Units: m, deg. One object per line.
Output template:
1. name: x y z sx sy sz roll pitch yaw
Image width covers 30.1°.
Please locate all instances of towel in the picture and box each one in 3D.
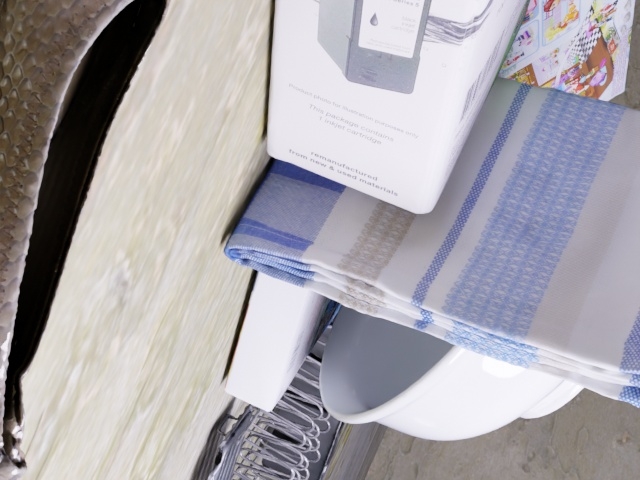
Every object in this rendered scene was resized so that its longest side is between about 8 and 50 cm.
1. towel: 0.104 -0.026 0.742 0.209 0.285 0.034 -61 157 -30

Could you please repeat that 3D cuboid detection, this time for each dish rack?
1. dish rack: -0.042 0.194 1.054 0.271 0.074 0.208 -49 159 -60

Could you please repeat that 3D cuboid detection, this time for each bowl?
1. bowl: 0.138 0.040 0.903 0.298 0.134 0.298 -52 -166 19

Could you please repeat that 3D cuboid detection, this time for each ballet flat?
1. ballet flat: -0.086 -0.020 0.384 0.084 0.058 0.249 40 73 -80

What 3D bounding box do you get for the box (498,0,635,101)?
1. box: 0.178 -0.174 1.045 0.201 0.057 0.293 -32 154 -6

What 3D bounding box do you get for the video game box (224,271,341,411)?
1. video game box: 0.000 0.000 0.922 0.187 0.048 0.205 -48 159 -58

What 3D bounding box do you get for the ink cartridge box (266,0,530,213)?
1. ink cartridge box: 0.065 -0.180 0.665 0.272 0.115 0.198 98 17 -55
